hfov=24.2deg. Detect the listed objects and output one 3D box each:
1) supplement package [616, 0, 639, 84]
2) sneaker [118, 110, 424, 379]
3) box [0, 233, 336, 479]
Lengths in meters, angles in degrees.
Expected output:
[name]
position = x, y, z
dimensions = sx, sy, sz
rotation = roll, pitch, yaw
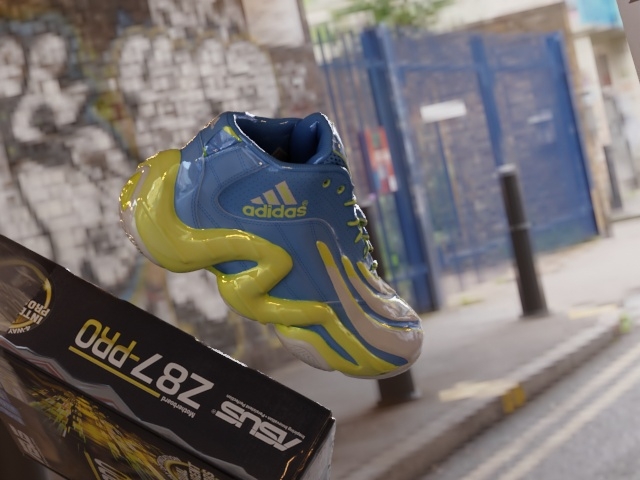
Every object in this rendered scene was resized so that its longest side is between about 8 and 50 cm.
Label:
[supplement package]
position = 0.340, -0.111, 0.890
dimensions = 0.262, 0.204, 0.145
rotation = -13, 5, 44
[sneaker]
position = 0.000, 0.000, 0.925
dimensions = 0.240, 0.091, 0.126
rotation = 28, -60, -33
[box]
position = -0.145, 0.174, 1.321
dimensions = 0.097, 0.318, 0.395
rotation = -56, -12, -21
